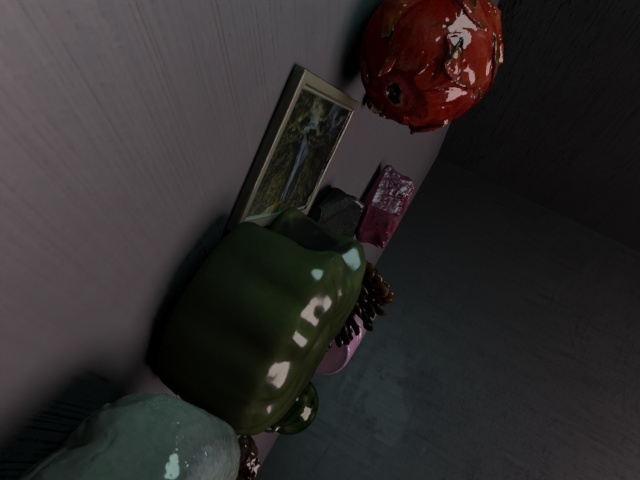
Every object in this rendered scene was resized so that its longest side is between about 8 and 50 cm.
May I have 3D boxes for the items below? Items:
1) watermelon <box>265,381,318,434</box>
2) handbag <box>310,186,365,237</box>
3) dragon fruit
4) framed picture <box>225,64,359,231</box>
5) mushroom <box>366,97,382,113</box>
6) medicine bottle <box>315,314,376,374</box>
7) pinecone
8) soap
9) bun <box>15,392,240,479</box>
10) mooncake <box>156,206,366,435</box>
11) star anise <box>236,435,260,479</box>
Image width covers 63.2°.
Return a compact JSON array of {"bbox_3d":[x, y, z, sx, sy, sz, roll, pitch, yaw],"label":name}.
[{"bbox_3d":[-0.102,0.534,1.675,0.215,0.188,0.188,-59,171,-51],"label":"watermelon"},{"bbox_3d":[0.000,0.000,1.144,0.175,0.088,0.270,-40,156,-45],"label":"handbag"},{"bbox_3d":[0.178,-0.299,0.838,0.252,0.241,0.241,-50,168,-3],"label":"dragon fruit"},{"bbox_3d":[-0.029,-0.133,0.822,0.241,0.020,0.324,-64,169,12],"label":"framed picture"},{"bbox_3d":[0.140,-0.336,1.017,0.060,0.061,0.187,-36,148,-56],"label":"mushroom"},{"bbox_3d":[0.051,0.263,1.678,0.316,0.202,0.202,-43,158,-61],"label":"medicine bottle"},{"bbox_3d":[0.032,0.152,1.319,0.292,0.246,0.246,-38,159,-27],"label":"pinecone"},{"bbox_3d":[0.209,-0.097,1.721,0.220,0.127,0.325,-60,170,-8],"label":"soap"},{"bbox_3d":[-0.231,0.325,0.553,0.354,0.194,0.354,-61,168,-22],"label":"bun"},{"bbox_3d":[-0.073,0.120,0.768,0.351,0.187,0.351,-56,172,-12],"label":"mooncake"},{"bbox_3d":[-0.218,0.611,1.315,0.236,0.109,0.223,-63,-164,0],"label":"star anise"}]
